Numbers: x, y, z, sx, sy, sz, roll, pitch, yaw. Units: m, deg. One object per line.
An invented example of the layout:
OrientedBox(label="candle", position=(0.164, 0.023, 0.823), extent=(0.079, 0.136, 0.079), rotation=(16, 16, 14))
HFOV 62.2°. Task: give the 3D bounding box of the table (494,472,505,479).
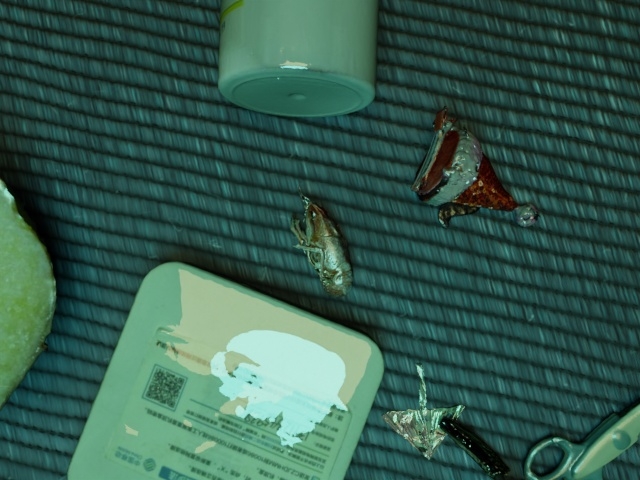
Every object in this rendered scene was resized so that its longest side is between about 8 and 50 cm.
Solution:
OrientedBox(label="table", position=(0.157, 0.498, 0.720), extent=(0.250, 0.196, 0.282), rotation=(-5, 106, 2))

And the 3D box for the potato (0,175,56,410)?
OrientedBox(label="potato", position=(-0.616, 0.070, 0.761), extent=(0.385, 0.319, 0.443), rotation=(27, 76, -38))

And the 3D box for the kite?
OrientedBox(label="kite", position=(0.167, 0.279, 0.863), extent=(0.138, 0.011, 0.157), rotation=(-4, 87, -1))

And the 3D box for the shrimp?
OrientedBox(label="shrimp", position=(0.001, 0.000, 0.853), extent=(0.073, 0.075, 0.190), rotation=(-24, 92, 19))

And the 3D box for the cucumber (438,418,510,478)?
OrientedBox(label="cucumber", position=(0.247, 0.329, 0.846), extent=(0.135, 0.033, 0.034), rotation=(47, 50, 1))

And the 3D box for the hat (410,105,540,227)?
OrientedBox(label="hat", position=(0.257, -0.092, 0.847), extent=(0.227, 0.129, 0.140), rotation=(26, 65, -15))

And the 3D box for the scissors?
OrientedBox(label="scissors", position=(0.459, 0.314, 0.839), extent=(0.289, 0.041, 0.138), rotation=(-41, 88, 3))

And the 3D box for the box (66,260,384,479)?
OrientedBox(label="box", position=(-0.140, 0.270, 0.819), extent=(0.395, 0.111, 0.397), rotation=(22, 88, 3))

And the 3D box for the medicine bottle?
OrientedBox(label="medicine bottle", position=(-0.031, -0.322, 0.784), extent=(0.237, 0.238, 0.232), rotation=(3, 88, 1))
